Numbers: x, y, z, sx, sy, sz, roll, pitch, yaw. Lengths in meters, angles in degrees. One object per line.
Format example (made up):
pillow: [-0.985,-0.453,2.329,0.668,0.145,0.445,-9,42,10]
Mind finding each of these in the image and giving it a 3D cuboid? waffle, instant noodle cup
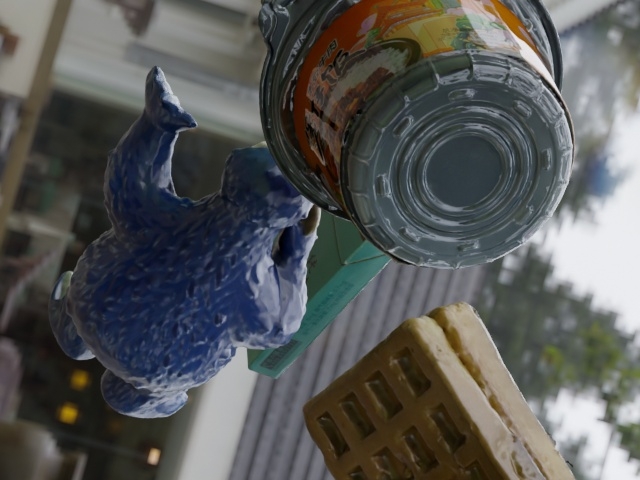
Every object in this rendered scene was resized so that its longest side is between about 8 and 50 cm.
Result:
waffle: [0.135,0.241,1.706,0.224,0.098,0.327,-42,-107,45]
instant noodle cup: [0.063,-0.061,0.999,0.177,0.208,0.125,-62,-158,20]

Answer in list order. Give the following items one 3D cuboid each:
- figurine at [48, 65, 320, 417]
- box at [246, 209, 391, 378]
figurine: [-0.088,0.022,1.184,0.262,0.164,0.120,-61,180,41]
box: [0.000,0.000,1.700,0.229,0.041,0.162,-48,-146,36]
